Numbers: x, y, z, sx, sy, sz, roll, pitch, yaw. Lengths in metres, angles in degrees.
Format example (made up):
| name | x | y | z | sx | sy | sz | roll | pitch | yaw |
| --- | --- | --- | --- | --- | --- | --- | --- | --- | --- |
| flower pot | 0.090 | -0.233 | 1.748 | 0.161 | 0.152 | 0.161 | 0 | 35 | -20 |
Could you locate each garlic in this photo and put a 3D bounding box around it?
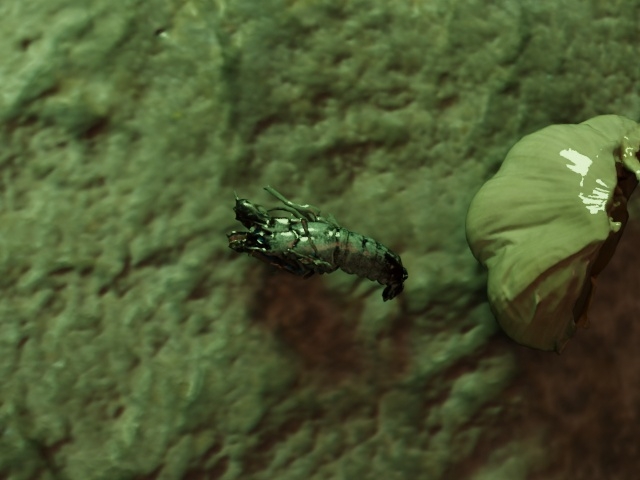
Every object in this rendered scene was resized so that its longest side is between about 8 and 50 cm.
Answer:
| name | x | y | z | sx | sy | sz | roll | pitch | yaw |
| --- | --- | --- | --- | --- | --- | --- | --- | --- | --- |
| garlic | 0.207 | -0.023 | 1.254 | 0.143 | 0.178 | 0.229 | 27 | 67 | 14 |

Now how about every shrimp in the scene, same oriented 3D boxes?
| name | x | y | z | sx | sy | sz | roll | pitch | yaw |
| --- | --- | --- | --- | --- | --- | --- | --- | --- | --- |
| shrimp | 0.003 | -0.002 | 1.251 | 0.174 | 0.076 | 0.082 | 18 | 59 | -11 |
